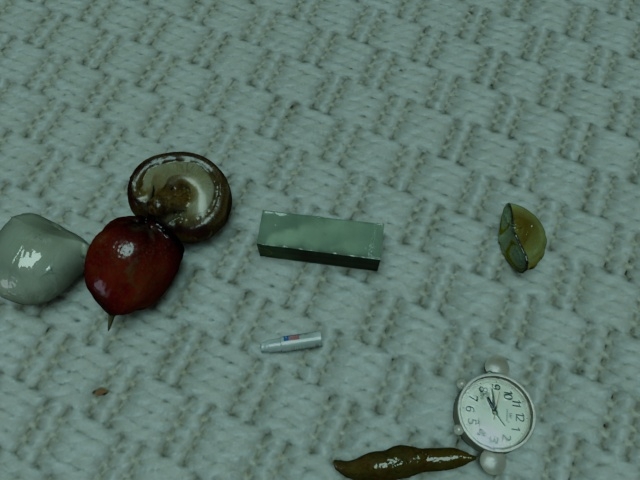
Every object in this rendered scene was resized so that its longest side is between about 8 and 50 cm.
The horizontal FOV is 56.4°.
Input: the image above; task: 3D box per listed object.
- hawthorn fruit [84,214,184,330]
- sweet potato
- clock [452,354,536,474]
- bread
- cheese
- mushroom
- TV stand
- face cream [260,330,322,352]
[{"bbox_3d":[-0.402,0.067,1.254,0.189,0.189,0.251,26,91,11],"label":"hawthorn fruit"},{"bbox_3d":[0.162,0.423,1.140,0.274,0.067,0.067,-7,66,3],"label":"sweet potato"},{"bbox_3d":[0.339,0.343,1.179,0.156,0.063,0.229,6,64,6],"label":"clock"},{"bbox_3d":[0.449,-0.012,1.322,0.094,0.083,0.157,-19,69,-11],"label":"bread"},{"bbox_3d":[-0.607,0.044,1.266,0.198,0.154,0.189,26,74,11],"label":"cheese"},{"bbox_3d":[-0.311,-0.094,1.344,0.231,0.138,0.194,33,57,2],"label":"mushroom"},{"bbox_3d":[0.000,0.000,1.320,0.270,0.083,0.088,8,68,3],"label":"TV stand"},{"bbox_3d":[-0.062,0.216,1.250,0.130,0.034,0.034,-9,66,-3],"label":"face cream"}]
